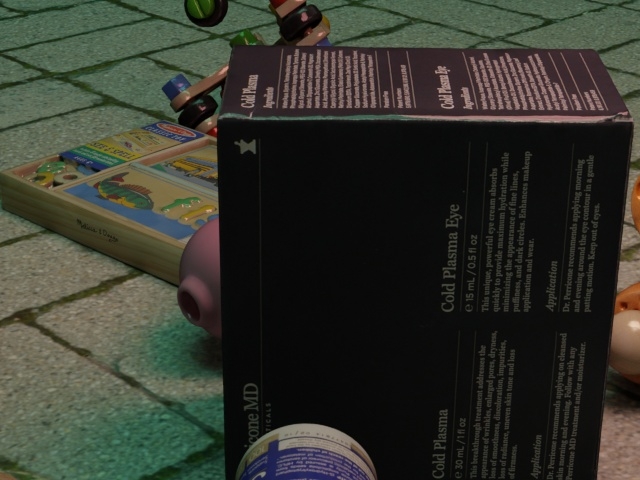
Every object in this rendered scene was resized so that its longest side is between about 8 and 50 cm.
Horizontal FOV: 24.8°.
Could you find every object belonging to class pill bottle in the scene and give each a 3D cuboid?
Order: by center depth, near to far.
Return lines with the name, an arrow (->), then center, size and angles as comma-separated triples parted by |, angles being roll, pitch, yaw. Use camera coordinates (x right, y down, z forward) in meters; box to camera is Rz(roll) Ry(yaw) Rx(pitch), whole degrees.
pill bottle -> -0.012, 0.224, 1.043 | 0.112, 0.112, 0.186 | 0, 24, 0

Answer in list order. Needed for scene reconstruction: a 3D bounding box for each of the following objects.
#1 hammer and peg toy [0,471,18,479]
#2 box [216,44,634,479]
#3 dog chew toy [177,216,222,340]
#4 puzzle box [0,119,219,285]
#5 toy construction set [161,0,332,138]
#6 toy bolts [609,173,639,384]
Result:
hammer and peg toy -> -0.342, 0.203, 0.898 | 0.361, 0.127, 0.266 | 22, 14, -25
box -> 0.076, 0.023, 1.216 | 0.313, 0.343, 0.179 | 1, 25, -1
dog chew toy -> 0.000, 0.000, 1.466 | 0.332, 0.206, 0.207 | -28, 36, -33
puzzle box -> -0.149, -0.045, 1.726 | 0.409, 0.052, 0.272 | 20, 30, 38
toy construction set -> -0.031, -0.227, 1.981 | 0.309, 0.257, 0.237 | 31, 20, 15
toy bolts -> 0.271, 0.021, 1.402 | 0.229, 0.218, 0.158 | 11, 11, 38
